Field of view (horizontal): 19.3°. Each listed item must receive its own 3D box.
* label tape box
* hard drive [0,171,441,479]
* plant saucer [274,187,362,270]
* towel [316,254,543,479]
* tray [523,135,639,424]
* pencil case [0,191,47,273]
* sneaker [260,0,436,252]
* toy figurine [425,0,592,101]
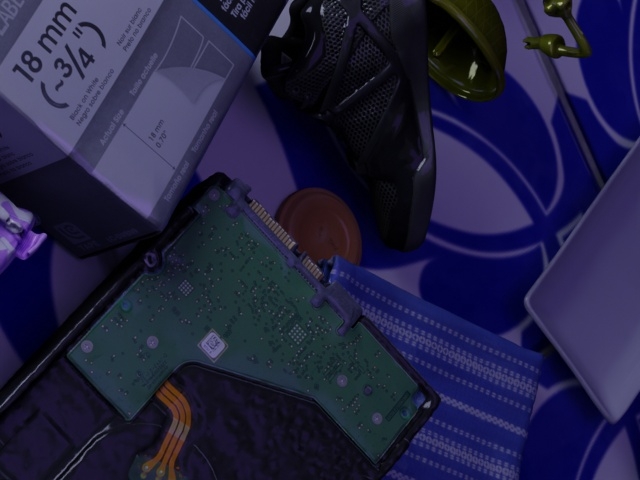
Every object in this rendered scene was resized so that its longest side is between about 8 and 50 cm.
[{"bbox_3d":[-0.201,-0.185,1.259,0.334,0.106,0.240,41,57,-25],"label":"label tape box"},{"bbox_3d":[-0.097,0.145,1.267,0.237,0.064,0.339,47,61,-11],"label":"hard drive"},{"bbox_3d":[0.000,0.000,1.442,0.083,0.013,0.083,9,76,-38],"label":"plant saucer"},{"bbox_3d":[0.058,0.204,1.420,0.243,0.040,0.336,26,67,-33],"label":"towel"},{"bbox_3d":[0.270,0.021,1.648,0.145,0.030,0.270,53,53,-18],"label":"tray"},{"bbox_3d":[-0.270,-0.046,1.184,0.206,0.088,0.086,43,55,-23],"label":"pencil case"},{"bbox_3d":[0.020,-0.095,1.441,0.130,0.087,0.227,-11,112,-11],"label":"sneaker"},{"bbox_3d":[0.090,-0.311,1.480,0.362,0.191,0.217,46,51,-24],"label":"toy figurine"}]
